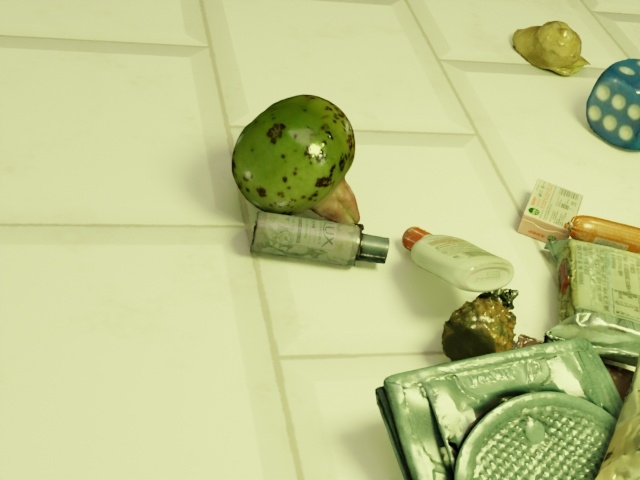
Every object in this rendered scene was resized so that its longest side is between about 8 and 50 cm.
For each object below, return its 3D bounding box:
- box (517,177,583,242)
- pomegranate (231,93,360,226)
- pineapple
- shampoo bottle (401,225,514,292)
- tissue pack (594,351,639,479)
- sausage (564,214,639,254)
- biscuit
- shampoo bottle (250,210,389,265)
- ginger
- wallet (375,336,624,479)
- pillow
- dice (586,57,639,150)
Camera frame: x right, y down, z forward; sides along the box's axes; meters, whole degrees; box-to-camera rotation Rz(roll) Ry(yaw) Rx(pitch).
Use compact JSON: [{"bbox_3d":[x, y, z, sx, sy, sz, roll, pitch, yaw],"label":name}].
[{"bbox_3d":[0.406,-0.048,1.691,0.089,0.043,0.125,23,41,12],"label":"box"},{"bbox_3d":[-0.019,-0.114,1.562,0.248,0.214,0.214,45,39,-12],"label":"pomegranate"},{"bbox_3d":[0.248,0.121,1.415,0.108,0.108,0.197,25,29,15],"label":"pineapple"},{"bbox_3d":[0.197,0.025,1.481,0.108,0.051,0.221,-6,18,-25],"label":"shampoo bottle"},{"bbox_3d":[0.528,0.296,1.173,0.390,0.195,0.375,41,43,7],"label":"tissue pack"},{"bbox_3d":[0.573,0.012,1.634,0.347,0.053,0.053,12,39,-11],"label":"sausage"},{"bbox_3d":[0.436,0.092,1.491,0.186,0.079,0.309,12,33,5],"label":"biscuit"},{"bbox_3d":[0.000,0.000,1.506,0.213,0.072,0.072,8,40,-6],"label":"shampoo bottle"},{"bbox_3d":[0.506,-0.456,2.155,0.115,0.123,0.193,-36,51,-19],"label":"ginger"},{"bbox_3d":[0.261,0.254,1.230,0.342,0.075,0.237,-8,64,-24],"label":"wallet"},{"bbox_3d":[0.361,0.199,1.387,0.184,0.043,0.118,19,38,14],"label":"pillow"},{"bbox_3d":[0.636,-0.274,1.942,0.146,0.147,0.143,-21,48,-34],"label":"dice"}]
